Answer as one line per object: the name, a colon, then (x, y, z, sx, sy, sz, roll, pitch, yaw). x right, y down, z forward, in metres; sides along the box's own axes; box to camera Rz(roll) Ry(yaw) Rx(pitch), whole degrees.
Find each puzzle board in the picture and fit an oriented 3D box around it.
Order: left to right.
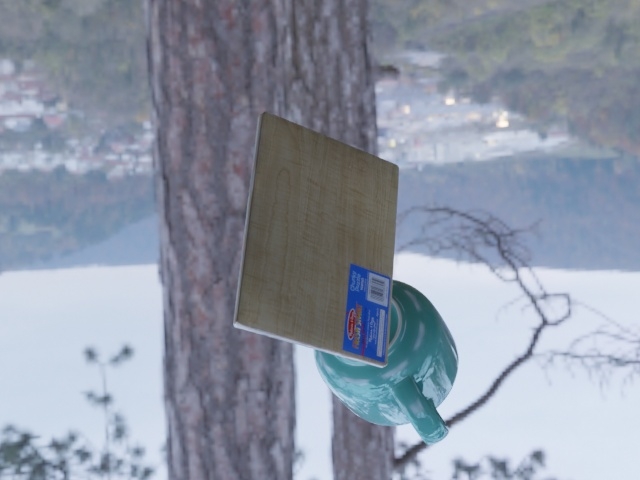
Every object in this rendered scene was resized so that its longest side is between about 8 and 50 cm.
puzzle board: (0.000, 0.000, 0.583, 0.096, 0.128, 0.011, 19, 152, -29)

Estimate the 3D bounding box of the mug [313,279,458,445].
mug: (0.069, 0.106, 0.996, 0.157, 0.130, 0.097, 19, 160, 33)
